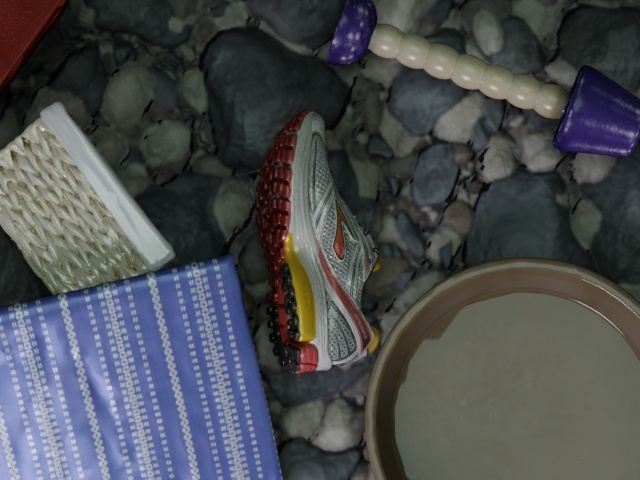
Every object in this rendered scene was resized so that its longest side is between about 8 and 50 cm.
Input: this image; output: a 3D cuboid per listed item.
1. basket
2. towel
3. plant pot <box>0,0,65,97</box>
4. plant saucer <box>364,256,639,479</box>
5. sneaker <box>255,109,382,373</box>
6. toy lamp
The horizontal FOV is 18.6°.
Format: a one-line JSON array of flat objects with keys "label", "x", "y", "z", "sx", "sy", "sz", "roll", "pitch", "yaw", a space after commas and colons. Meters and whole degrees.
[{"label": "basket", "x": -0.204, "y": -0.016, "z": 1.637, "sx": 0.103, "sy": 0.113, "sz": 0.167, "roll": -37, "pitch": 84, "yaw": -3}, {"label": "towel", "x": -0.210, "y": 0.157, "z": 1.602, "sx": 0.336, "sy": 0.040, "sz": 0.243, "roll": -13, "pitch": 110, "yaw": -4}, {"label": "plant pot", "x": -0.346, "y": -0.205, "z": 1.603, "sx": 0.235, "sy": 0.267, "sz": 0.267, "roll": 35, "pitch": 83, "yaw": -8}, {"label": "plant saucer", "x": 0.175, "y": 0.154, "z": 1.653, "sx": 0.277, "sy": 0.041, "sz": 0.278, "roll": 0, "pitch": 83, "yaw": -1}, {"label": "sneaker", "x": 0.000, "y": 0.000, "z": 1.662, "sx": 0.092, "sy": 0.088, "sz": 0.225, "roll": -2, "pitch": 81, "yaw": -21}, {"label": "toy lamp", "x": 0.145, "y": -0.140, "z": 1.676, "sx": 0.274, "sy": 0.080, "sz": 0.080, "roll": 20, "pitch": 82, "yaw": 1}]
